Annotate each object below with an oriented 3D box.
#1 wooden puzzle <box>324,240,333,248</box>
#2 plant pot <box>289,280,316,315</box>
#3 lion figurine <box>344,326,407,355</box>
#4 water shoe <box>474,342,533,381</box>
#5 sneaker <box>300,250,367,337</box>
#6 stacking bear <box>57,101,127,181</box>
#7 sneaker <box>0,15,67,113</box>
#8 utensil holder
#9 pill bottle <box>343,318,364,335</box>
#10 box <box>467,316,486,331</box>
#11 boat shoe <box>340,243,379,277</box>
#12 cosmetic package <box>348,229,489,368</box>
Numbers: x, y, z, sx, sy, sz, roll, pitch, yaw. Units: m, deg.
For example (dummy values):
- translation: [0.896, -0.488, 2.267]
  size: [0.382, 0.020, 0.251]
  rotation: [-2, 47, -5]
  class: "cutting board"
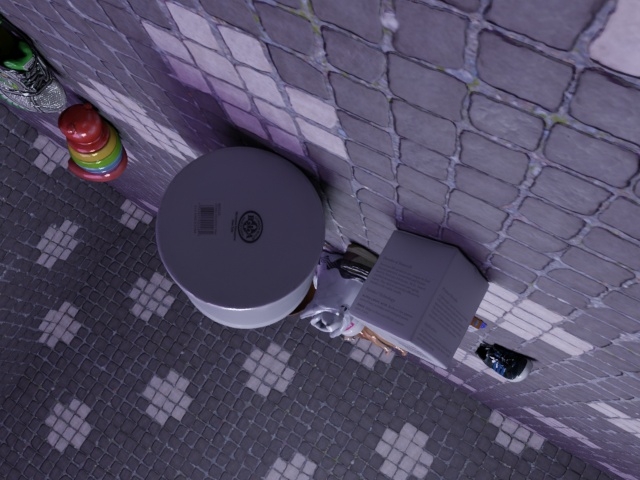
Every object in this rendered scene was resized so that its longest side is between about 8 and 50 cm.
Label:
- translation: [0.000, 0.000, 1.552]
  size: [0.083, 0.006, 0.049]
  rotation: [34, 169, -17]
  class: "wooden puzzle"
- translation: [-0.134, 0.107, 1.965]
  size: [0.230, 0.215, 0.215]
  rotation: [42, 179, 38]
  class: "plant pot"
- translation: [0.231, 0.361, 2.327]
  size: [0.240, 0.142, 0.392]
  rotation: [37, 157, -3]
  class: "lion figurine"
- translation: [0.487, 0.327, 1.538]
  size: [0.080, 0.072, 0.203]
  rotation: [35, 169, -10]
  class: "water shoe"
- translation: [0.017, 0.149, 1.639]
  size: [0.137, 0.210, 0.366]
  rotation: [35, 169, -18]
  class: "sneaker"
- translation: [-0.681, -0.300, 1.680]
  size: [0.164, 0.175, 0.289]
  rotation: [32, 162, 5]
  class: "stacking bear"
- translation: [-0.705, -0.398, 1.314]
  size: [0.146, 0.134, 0.343]
  rotation: [26, 168, 21]
  class: "sneaker"
- translation: [-0.155, 0.012, 1.189]
  size: [0.328, 0.327, 0.385]
  rotation: [31, 167, 0]
  class: "utensil holder"
- translation: [0.059, 0.261, 2.189]
  size: [0.160, 0.160, 0.283]
  rotation: [22, 167, 40]
  class: "pill bottle"
- translation: [0.345, 0.191, 1.424]
  size: [0.136, 0.028, 0.081]
  rotation: [31, 170, 9]
  class: "box"
- translation: [0.148, 0.092, 1.377]
  size: [0.224, 0.073, 0.080]
  rotation: [32, 170, -5]
  class: "boat shoe"
- translation: [0.182, 0.106, 1.041]
  size: [0.152, 0.183, 0.151]
  rotation: [19, 165, 46]
  class: "cosmetic package"
